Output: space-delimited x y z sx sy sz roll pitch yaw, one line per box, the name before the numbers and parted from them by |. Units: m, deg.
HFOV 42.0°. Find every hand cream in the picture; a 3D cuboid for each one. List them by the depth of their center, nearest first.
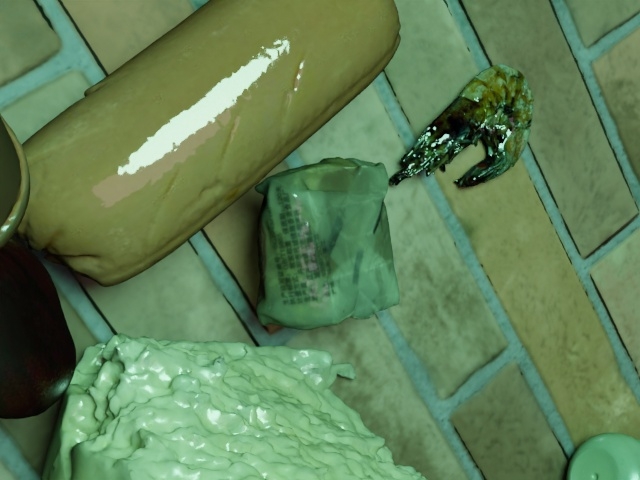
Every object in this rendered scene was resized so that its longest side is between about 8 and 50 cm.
hand cream | 0.381 0.267 0.846 0.306 0.093 0.147 21 81 -27

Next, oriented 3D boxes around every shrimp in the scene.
shrimp | 0.131 -0.084 0.723 0.161 0.034 0.091 -39 110 -18

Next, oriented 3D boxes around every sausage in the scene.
sausage | -0.077 -0.090 0.578 0.304 0.121 0.121 -42 110 -14

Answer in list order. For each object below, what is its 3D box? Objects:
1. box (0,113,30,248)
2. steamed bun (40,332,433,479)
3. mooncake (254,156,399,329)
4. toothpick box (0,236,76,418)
box | -0.300 -0.114 0.293 0.239 0.229 0.339 -36 83 -19
steamed bun | -0.042 0.212 0.548 0.290 0.272 0.273 21 87 -22
mooncake | 0.000 0.000 0.637 0.130 0.073 0.125 -12 99 -54
toothpick box | -0.272 0.114 0.477 0.192 0.192 0.294 30 88 -24
